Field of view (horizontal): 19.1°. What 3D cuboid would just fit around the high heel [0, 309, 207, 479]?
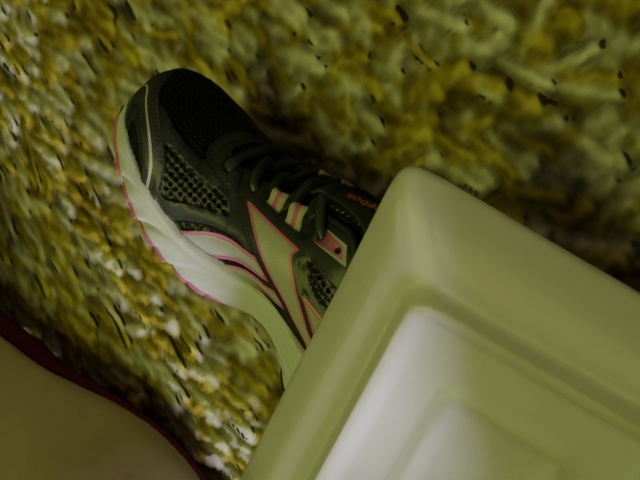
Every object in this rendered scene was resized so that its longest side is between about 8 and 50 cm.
[{"bbox_3d":[-0.138,0.125,0.936,0.377,0.127,0.181,51,168,18],"label":"high heel"}]

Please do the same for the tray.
[{"bbox_3d":[0.041,0.105,0.677,0.145,0.030,0.270,30,134,4],"label":"tray"}]

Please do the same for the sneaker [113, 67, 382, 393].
[{"bbox_3d":[0.000,0.000,0.711,0.178,0.072,0.077,49,135,7],"label":"sneaker"}]
